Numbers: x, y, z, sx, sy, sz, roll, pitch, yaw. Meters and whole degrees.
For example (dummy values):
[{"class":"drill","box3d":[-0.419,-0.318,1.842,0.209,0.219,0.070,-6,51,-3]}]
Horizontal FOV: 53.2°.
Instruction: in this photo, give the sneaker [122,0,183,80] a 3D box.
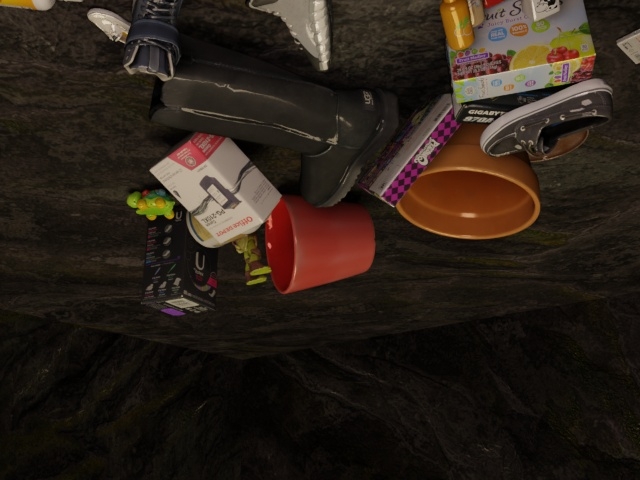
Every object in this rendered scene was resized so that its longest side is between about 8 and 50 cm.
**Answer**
[{"class":"sneaker","box3d":[-0.234,-0.338,0.945,0.086,0.164,0.226,10,155,-23]}]

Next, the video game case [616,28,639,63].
[{"class":"video game case","box3d":[0.606,-0.364,1.137,0.087,0.011,0.122,18,151,-40]}]

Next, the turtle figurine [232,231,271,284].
[{"class":"turtle figurine","box3d":[-0.191,-0.004,1.745,0.087,0.218,0.269,0,152,-32]}]

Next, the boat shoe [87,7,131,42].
[{"class":"boat shoe","box3d":[-0.343,-0.352,1.070,0.035,0.035,0.100,-19,153,39]}]

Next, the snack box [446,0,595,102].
[{"class":"snack box","box3d":[0.304,-0.321,1.001,0.207,0.175,0.070,-6,157,14]}]

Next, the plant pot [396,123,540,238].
[{"class":"plant pot","box3d":[0.313,-0.156,1.337,0.290,0.204,0.291,11,156,5]}]

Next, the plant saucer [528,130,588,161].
[{"class":"plant saucer","box3d":[0.490,-0.236,1.424,0.198,0.036,0.199,-1,158,-1]}]

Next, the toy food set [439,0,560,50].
[{"class":"toy food set","box3d":[0.273,-0.380,0.919,0.232,0.111,0.105,-23,132,5]}]

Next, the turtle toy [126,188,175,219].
[{"class":"turtle toy","box3d":[-0.443,-0.100,1.669,0.130,0.066,0.095,-3,159,5]}]

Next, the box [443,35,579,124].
[{"class":"box","box3d":[0.331,-0.282,1.102,0.220,0.175,0.051,2,157,-9]}]

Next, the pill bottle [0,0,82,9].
[{"class":"pill bottle","box3d":[-0.439,-0.382,0.874,0.214,0.117,0.117,2,158,-10]}]

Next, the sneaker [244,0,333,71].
[{"class":"sneaker","box3d":[-0.050,-0.364,1.017,0.132,0.086,0.229,1,149,7]}]

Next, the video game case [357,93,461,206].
[{"class":"video game case","box3d":[0.173,-0.176,1.215,0.041,0.232,0.210,38,-177,-14]}]

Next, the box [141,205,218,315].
[{"class":"box","box3d":[-0.390,0.059,1.798,0.143,0.271,0.165,-11,157,22]}]

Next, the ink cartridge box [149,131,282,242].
[{"class":"ink cartridge box","box3d":[-0.231,-0.126,1.421,0.172,0.100,0.237,-23,117,43]}]

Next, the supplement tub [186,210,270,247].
[{"class":"supplement tub","box3d":[-0.235,-0.073,1.643,0.199,0.145,0.144,-20,152,40]}]

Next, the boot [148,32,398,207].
[{"class":"boot","box3d":[-0.123,-0.213,1.278,0.444,0.146,0.367,4,148,-26]}]

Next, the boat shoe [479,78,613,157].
[{"class":"boat shoe","box3d":[0.361,-0.176,1.031,0.228,0.076,0.080,-21,150,39]}]

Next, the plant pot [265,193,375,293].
[{"class":"plant pot","box3d":[0.000,0.000,1.732,0.243,0.275,0.275,-5,161,-21]}]
